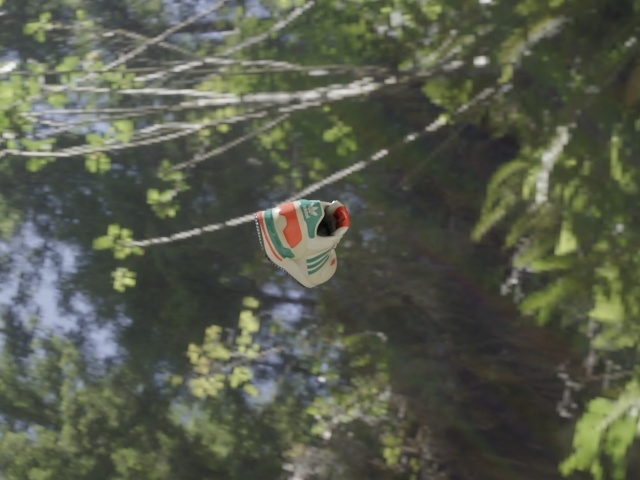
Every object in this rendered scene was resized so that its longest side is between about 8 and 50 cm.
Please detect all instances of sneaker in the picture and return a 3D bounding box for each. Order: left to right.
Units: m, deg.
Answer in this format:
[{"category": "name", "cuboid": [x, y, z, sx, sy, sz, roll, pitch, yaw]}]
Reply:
[{"category": "sneaker", "cuboid": [0.000, 0.000, 1.350, 0.161, 0.075, 0.057, 35, -143, -64]}]
